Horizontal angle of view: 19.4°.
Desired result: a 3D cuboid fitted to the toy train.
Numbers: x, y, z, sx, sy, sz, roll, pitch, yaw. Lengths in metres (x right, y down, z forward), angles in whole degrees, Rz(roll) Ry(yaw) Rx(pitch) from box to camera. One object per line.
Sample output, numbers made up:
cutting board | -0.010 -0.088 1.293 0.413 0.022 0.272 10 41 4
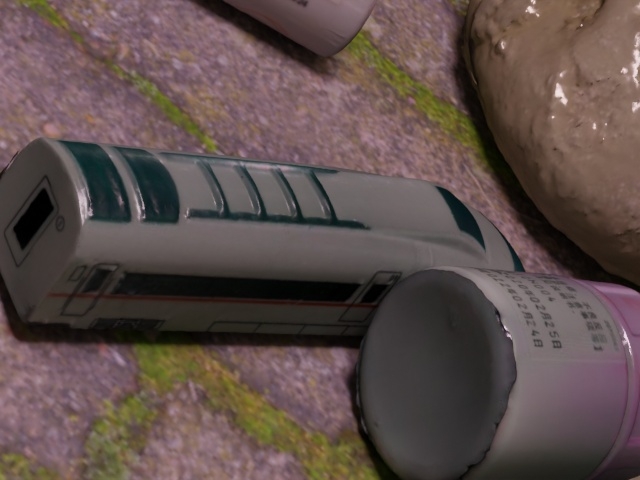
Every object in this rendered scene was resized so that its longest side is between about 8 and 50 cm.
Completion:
toy train | 0.000 0.000 1.108 0.407 0.088 0.086 4 45 -42

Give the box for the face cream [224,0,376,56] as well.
face cream | -0.087 -0.217 1.233 0.269 0.082 0.082 28 41 -20

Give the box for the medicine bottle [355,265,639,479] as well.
medicine bottle | 0.122 0.084 1.111 0.168 0.135 0.135 6 53 -39

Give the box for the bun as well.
bun | 0.280 -0.130 1.389 0.360 0.211 0.359 24 44 -26
